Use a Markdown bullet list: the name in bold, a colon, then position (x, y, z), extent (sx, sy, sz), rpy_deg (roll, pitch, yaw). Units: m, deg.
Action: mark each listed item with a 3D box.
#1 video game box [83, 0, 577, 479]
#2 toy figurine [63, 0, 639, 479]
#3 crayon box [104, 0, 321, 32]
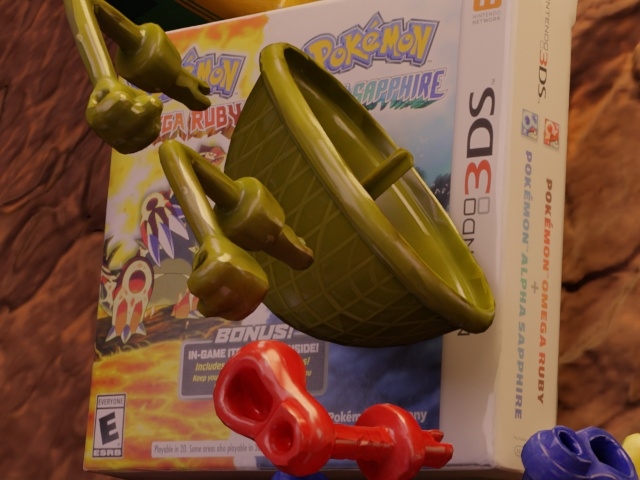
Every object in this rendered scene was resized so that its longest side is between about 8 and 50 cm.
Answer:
- **video game box**: position (0.000, 0.000, 0.756), extent (0.205, 0.048, 0.187), rpy_deg (-6, 72, 38)
- **toy figurine**: position (-0.008, 0.125, 0.591), extent (0.217, 0.191, 0.362), rpy_deg (-50, 56, 24)
- **crayon box**: position (-0.004, -0.187, 0.924), extent (0.323, 0.083, 0.203), rpy_deg (25, 77, 48)
